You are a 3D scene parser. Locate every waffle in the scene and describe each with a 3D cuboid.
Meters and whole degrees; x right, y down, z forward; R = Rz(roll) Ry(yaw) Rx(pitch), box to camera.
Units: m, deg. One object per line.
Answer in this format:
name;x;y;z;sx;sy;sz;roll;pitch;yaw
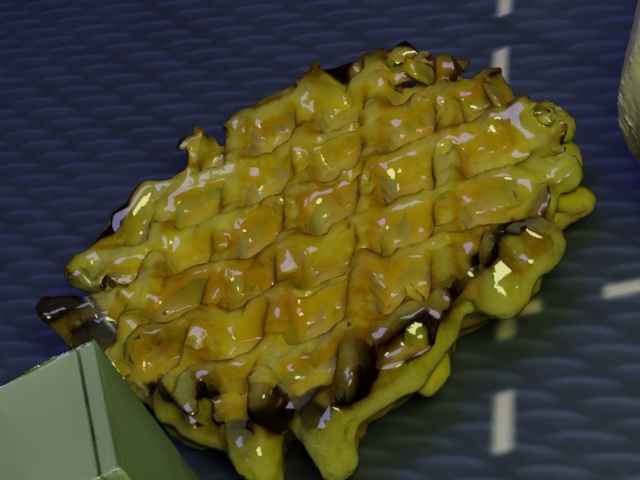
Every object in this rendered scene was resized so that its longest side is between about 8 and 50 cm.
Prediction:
waffle;0.000;0.000;1.253;0.379;0.095;0.382;-42;39;-15

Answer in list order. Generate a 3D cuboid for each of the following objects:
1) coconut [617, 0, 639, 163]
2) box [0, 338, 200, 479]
coconut;0.313;-0.129;1.090;0.237;0.237;0.266;3;55;33
box;-0.176;0.207;1.040;0.225;0.225;0.117;-26;40;4
